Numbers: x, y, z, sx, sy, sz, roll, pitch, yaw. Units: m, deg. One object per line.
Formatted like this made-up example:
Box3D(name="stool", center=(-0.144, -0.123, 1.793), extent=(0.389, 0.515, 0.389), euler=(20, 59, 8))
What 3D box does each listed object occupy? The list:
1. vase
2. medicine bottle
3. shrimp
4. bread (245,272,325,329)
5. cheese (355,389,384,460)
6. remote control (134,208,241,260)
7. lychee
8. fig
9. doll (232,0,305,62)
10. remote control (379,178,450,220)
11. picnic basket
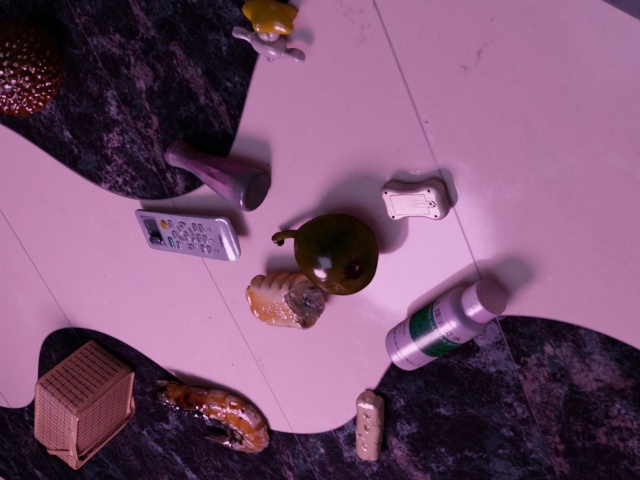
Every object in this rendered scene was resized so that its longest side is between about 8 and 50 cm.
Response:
Box3D(name="vase", center=(-0.207, -0.136, 1.600), extent=(0.214, 0.086, 0.086), euler=(27, 134, 24))
Box3D(name="medicine bottle", center=(0.225, 0.152, 1.480), extent=(0.095, 0.095, 0.260), euler=(47, 135, -2))
Box3D(name="shrimp", center=(-0.291, 0.467, 2.131), extent=(0.365, 0.071, 0.233), euler=(6, 130, 27))
Box3D(name="bread", center=(-0.075, 0.119, 1.685), extent=(0.177, 0.084, 0.119), euler=(1, 120, 37))
Box3D(name="cheese", center=(0.109, 0.412, 1.802), extent=(0.065, 0.043, 0.193), euler=(15, 128, 22))
Box3D(name="remote control", center=(-0.286, -0.019, 1.766), extent=(0.293, 0.051, 0.103), euler=(5, 124, 38))
Box3D(name="lychee", center=(-0.630, -0.349, 1.675), extent=(0.200, 0.200, 0.238), euler=(47, 121, -3))
Box3D(name="fig", center=(0.000, 0.000, 1.542), extent=(0.259, 0.151, 0.151), euler=(37, 144, 50))
Box3D(name="doll", center=(-0.081, -0.340, 1.360), extent=(0.135, 0.071, 0.113), euler=(40, 145, -2))
Box3D(name="remote control", center=(0.162, -0.069, 1.402), extent=(0.122, 0.032, 0.074), euler=(1, 122, 36))
Box3D(name="picnic basket", center=(-0.655, 0.469, 2.286), extent=(0.175, 0.228, 0.312), euler=(34, 135, 15))
